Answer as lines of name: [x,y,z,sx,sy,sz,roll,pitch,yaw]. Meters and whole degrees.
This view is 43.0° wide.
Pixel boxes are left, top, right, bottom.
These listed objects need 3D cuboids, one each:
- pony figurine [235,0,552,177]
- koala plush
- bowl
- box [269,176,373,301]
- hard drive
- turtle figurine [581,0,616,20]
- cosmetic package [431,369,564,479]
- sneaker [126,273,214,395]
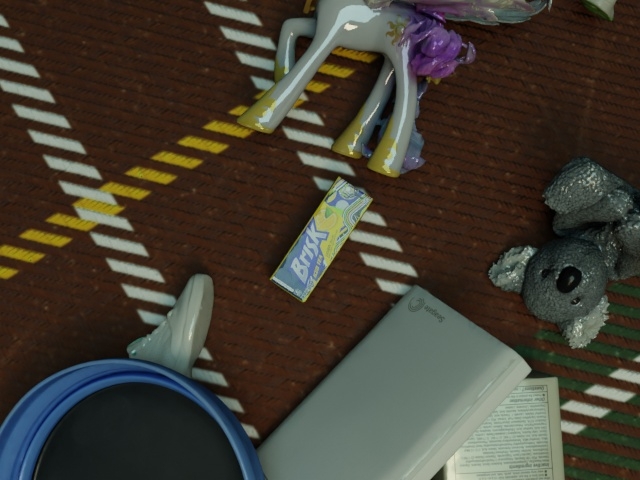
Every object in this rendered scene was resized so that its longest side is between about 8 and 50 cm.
pony figurine: [0.096,-0.276,1.044,0.351,0.303,0.363,20,100,7]
koala plush: [0.352,0.023,1.079,0.196,0.203,0.221,36,106,9]
bowl: [-0.241,0.340,0.994,0.391,0.077,0.391,-3,82,19]
box: [0.000,0.000,1.104,0.059,0.054,0.169,34,86,0]
hard drive: [0.064,0.229,1.010,0.353,0.233,0.047,-45,120,-5]
turtle figurine: [0.430,-0.455,1.135,0.198,0.274,0.266,30,106,-22]
cosmetic package: [0.230,0.330,1.064,0.160,0.113,0.309,-2,87,-3]
sneaker: [-0.207,0.139,1.077,0.094,0.080,0.212,16,87,10]
